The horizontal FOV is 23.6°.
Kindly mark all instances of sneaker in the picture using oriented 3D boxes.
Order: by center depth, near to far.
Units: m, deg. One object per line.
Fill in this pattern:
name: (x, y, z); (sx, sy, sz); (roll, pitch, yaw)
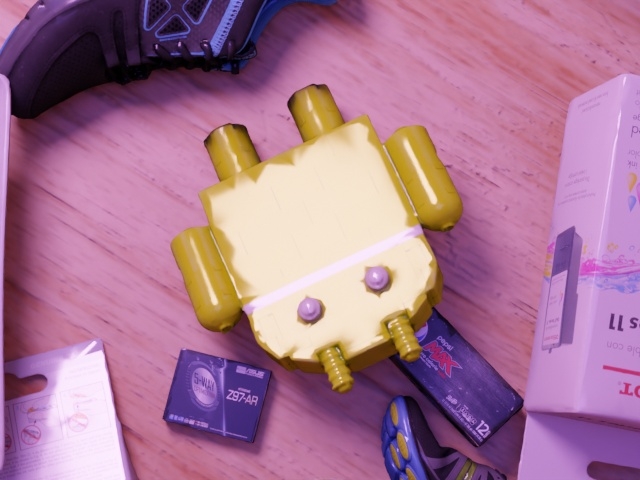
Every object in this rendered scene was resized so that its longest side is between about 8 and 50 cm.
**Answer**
sneaker: (0.118, 0.213, 1.324); (0.078, 0.067, 0.188); (-32, 80, -25)
sneaker: (-0.133, -0.195, 1.348); (0.340, 0.125, 0.140); (-34, 88, -2)

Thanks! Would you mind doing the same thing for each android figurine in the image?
android figurine: (0.000, 0.000, 1.315); (0.248, 0.056, 0.273); (-23, 65, 3)

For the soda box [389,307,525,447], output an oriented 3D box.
soda box: (0.099, 0.101, 1.337); (0.060, 0.053, 0.169); (-43, 84, -6)

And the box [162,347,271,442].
box: (-0.091, 0.137, 1.352); (0.083, 0.018, 0.067); (15, 83, 3)

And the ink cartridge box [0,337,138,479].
ink cartridge box: (-0.252, 0.222, 1.338); (0.189, 0.066, 0.232); (-15, 61, -1)

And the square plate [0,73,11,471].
square plate: (-0.435, 0.025, 1.266); (0.347, 0.049, 0.344); (1, 83, -14)

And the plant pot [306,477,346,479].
plant pot: (0.006, 0.268, 1.293); (0.134, 0.095, 0.134); (0, 82, 1)

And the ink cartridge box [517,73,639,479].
ink cartridge box: (0.297, 0.060, 1.285); (0.207, 0.119, 0.354); (11, 82, -13)
